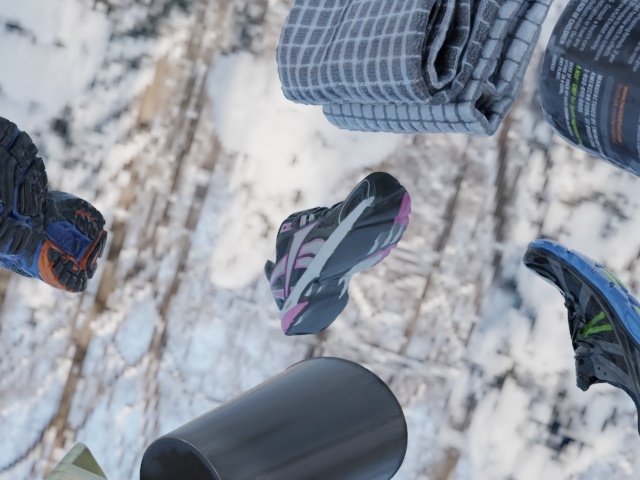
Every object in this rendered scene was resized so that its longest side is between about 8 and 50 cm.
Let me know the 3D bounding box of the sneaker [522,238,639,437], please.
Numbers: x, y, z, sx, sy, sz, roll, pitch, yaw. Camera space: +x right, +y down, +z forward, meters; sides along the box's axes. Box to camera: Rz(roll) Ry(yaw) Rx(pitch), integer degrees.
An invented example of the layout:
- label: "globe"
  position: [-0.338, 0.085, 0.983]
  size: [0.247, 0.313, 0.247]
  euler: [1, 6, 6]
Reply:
- label: "sneaker"
  position: [0.210, 0.072, 1.167]
  size: [0.188, 0.078, 0.067]
  euler: [53, -163, 24]

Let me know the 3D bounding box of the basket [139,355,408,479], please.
- label: "basket"
  position: [-0.059, 0.223, 1.566]
  size: [0.204, 0.154, 0.227]
  euler: [-12, -175, 44]

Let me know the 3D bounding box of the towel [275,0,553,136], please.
- label: "towel"
  position: [0.090, -0.227, 1.229]
  size: [0.121, 0.284, 0.235]
  euler: [26, 171, -27]

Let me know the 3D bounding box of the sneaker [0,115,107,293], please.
- label: "sneaker"
  position: [-0.228, -0.023, 1.053]
  size: [0.087, 0.083, 0.221]
  euler: [9, 158, 20]

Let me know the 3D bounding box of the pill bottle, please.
- label: "pill bottle"
  position: [0.261, -0.074, 0.934]
  size: [0.130, 0.130, 0.245]
  euler: [7, -160, -45]

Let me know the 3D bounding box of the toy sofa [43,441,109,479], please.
- label: "toy sofa"
  position: [-0.143, 0.346, 1.486]
  size: [0.362, 0.177, 0.150]
  euler: [15, 142, 37]

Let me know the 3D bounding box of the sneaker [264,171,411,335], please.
- label: "sneaker"
  position: [0.000, 0.000, 1.231]
  size: [0.072, 0.178, 0.077]
  euler: [-8, -123, -43]
